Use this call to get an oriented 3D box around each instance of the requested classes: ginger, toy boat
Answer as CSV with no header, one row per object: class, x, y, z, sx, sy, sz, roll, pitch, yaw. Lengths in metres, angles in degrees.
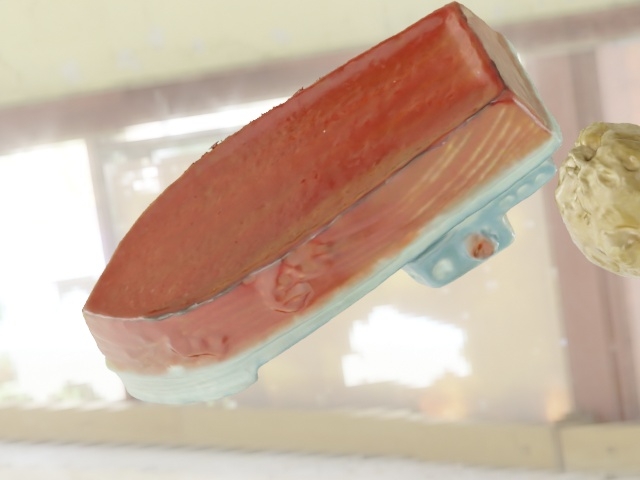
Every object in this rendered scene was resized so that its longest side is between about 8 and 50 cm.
ginger,0.188,-0.025,0.896,0.190,0.095,0.069,-4,-169,-39
toy boat,0.000,0.000,1.125,0.332,0.133,0.145,-33,-137,11
